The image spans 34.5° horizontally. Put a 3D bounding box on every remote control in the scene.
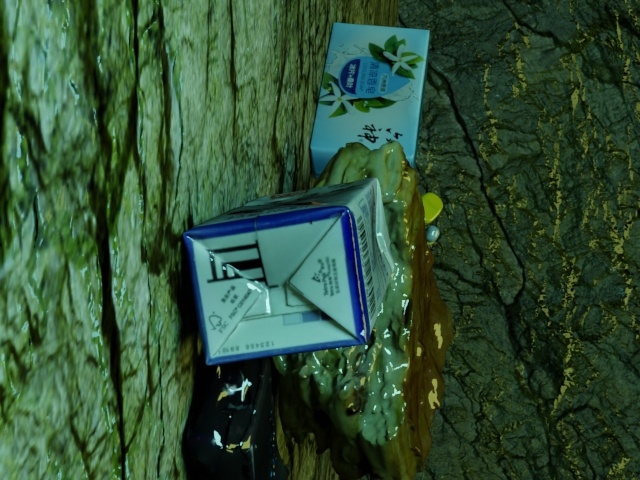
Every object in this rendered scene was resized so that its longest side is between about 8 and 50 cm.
[{"bbox_3d":[-0.068,0.239,0.984,0.399,0.062,0.145,88,11,-53],"label":"remote control"}]

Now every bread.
[{"bbox_3d":[0.036,0.098,1.257,0.370,0.191,0.314,72,27,-45],"label":"bread"}]

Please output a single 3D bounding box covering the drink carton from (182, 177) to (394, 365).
[{"bbox_3d":[-0.013,0.012,0.886,0.315,0.130,0.107,-47,129,-79],"label":"drink carton"}]

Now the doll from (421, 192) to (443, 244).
[{"bbox_3d":[0.086,-0.013,1.466,0.316,0.145,0.103,133,-23,-67],"label":"doll"}]

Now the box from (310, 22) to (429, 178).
[{"bbox_3d":[0.073,-0.194,1.463,0.083,0.142,0.232,85,13,-58],"label":"box"}]
